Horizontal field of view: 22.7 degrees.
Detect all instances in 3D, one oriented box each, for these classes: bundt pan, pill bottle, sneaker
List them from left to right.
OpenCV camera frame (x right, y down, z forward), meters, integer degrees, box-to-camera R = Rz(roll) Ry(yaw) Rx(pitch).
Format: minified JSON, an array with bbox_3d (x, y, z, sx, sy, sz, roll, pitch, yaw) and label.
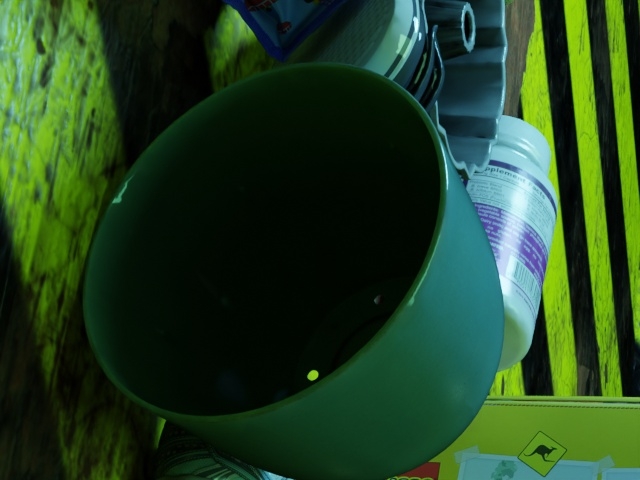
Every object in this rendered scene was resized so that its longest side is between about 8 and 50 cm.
[{"bbox_3d":[-0.052,0.207,1.357,0.283,0.110,0.122,40,49,-63],"label":"sneaker"},{"bbox_3d":[0.054,-0.150,1.397,0.126,0.127,0.321,-58,-166,0],"label":"sneaker"},{"bbox_3d":[0.105,-0.229,1.750,0.331,0.124,0.331,-1,90,-69],"label":"bundt pan"},{"bbox_3d":[0.191,-0.003,1.903,0.169,0.169,0.302,68,30,-43],"label":"pill bottle"}]

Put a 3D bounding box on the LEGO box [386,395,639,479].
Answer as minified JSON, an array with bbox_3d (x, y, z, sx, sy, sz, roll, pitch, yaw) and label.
[{"bbox_3d":[0.287,0.368,1.679,0.193,0.500,0.373,57,38,-52],"label":"LEGO box"}]

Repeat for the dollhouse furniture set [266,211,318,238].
[{"bbox_3d":[0.000,0.000,1.394,0.161,0.101,0.182,21,63,-26],"label":"dollhouse furniture set"}]

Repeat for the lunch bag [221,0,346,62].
[{"bbox_3d":[0.046,-0.323,1.343,0.138,0.293,0.221,43,41,-19],"label":"lunch bag"}]

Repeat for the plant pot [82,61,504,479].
[{"bbox_3d":[0.007,0.051,1.211,0.235,0.293,0.293,47,46,-48],"label":"plant pot"}]

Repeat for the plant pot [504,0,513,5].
[{"bbox_3d":[0.198,-0.370,2.015,0.095,0.134,0.134,18,71,-42],"label":"plant pot"}]
